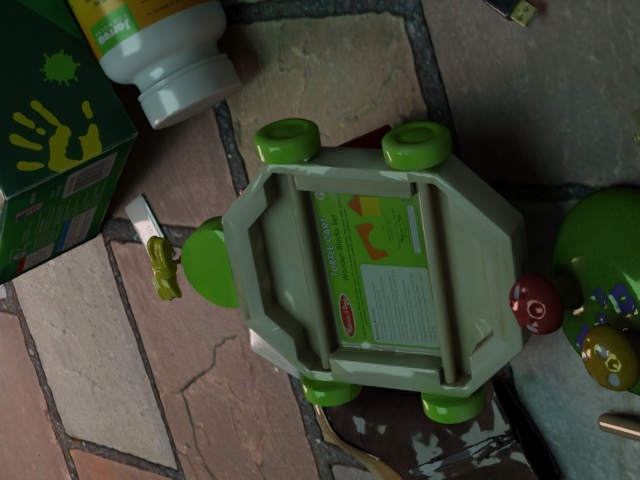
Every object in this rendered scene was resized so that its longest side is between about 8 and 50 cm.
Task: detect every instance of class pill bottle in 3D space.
[{"bbox_3d":[-0.178,-0.242,1.526,0.136,0.136,0.246,-27,89,56],"label":"pill bottle"}]

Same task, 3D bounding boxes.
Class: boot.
[{"bbox_3d":[0.109,0.171,1.494,0.207,0.090,0.248,-40,77,43],"label":"boot"}]

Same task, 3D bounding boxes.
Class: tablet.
[{"bbox_3d":[-0.207,-0.011,1.833,0.054,0.006,0.083,-31,87,55],"label":"tablet"}]

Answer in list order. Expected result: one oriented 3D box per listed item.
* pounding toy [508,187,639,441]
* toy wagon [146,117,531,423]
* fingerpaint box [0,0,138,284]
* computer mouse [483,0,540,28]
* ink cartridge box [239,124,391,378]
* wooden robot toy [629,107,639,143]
[{"bbox_3d":[0.230,0.085,1.214,0.183,0.110,0.237,11,121,57],"label":"pounding toy"},{"bbox_3d":[0.011,0.021,1.322,0.344,0.068,0.267,5,121,26],"label":"toy wagon"},{"bbox_3d":[-0.388,-0.178,1.728,0.371,0.163,0.445,61,161,4],"label":"fingerpaint box"},{"bbox_3d":[0.169,-0.232,1.144,0.262,0.060,0.184,34,135,36],"label":"computer mouse"},{"bbox_3d":[0.000,0.000,1.454,0.078,0.134,0.231,29,132,41],"label":"ink cartridge box"},{"bbox_3d":[0.296,-0.047,1.108,0.079,0.076,0.173,-30,115,19],"label":"wooden robot toy"}]
